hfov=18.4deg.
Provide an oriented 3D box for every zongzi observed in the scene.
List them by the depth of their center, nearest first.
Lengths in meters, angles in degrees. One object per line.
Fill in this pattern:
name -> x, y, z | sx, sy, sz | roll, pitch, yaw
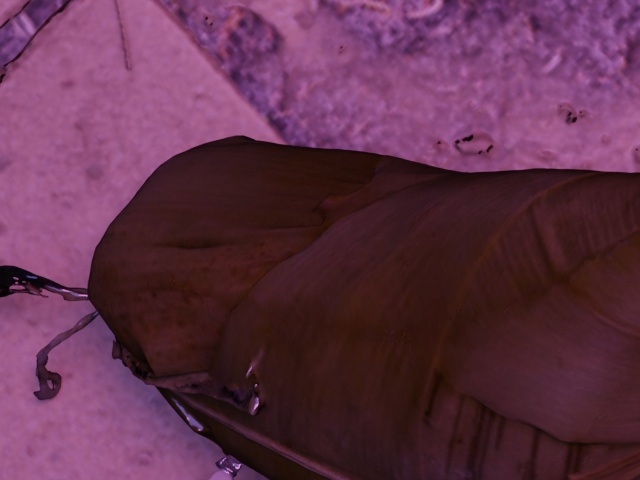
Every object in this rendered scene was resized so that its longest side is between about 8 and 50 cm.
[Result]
zongzi -> 0.000, 0.000, 0.924 | 0.447, 0.418, 0.181 | 25, 66, 18

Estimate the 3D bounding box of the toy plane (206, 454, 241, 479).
toy plane -> 0.001, 0.196, 0.959 | 0.255, 0.251, 0.101 | 40, 72, 5
